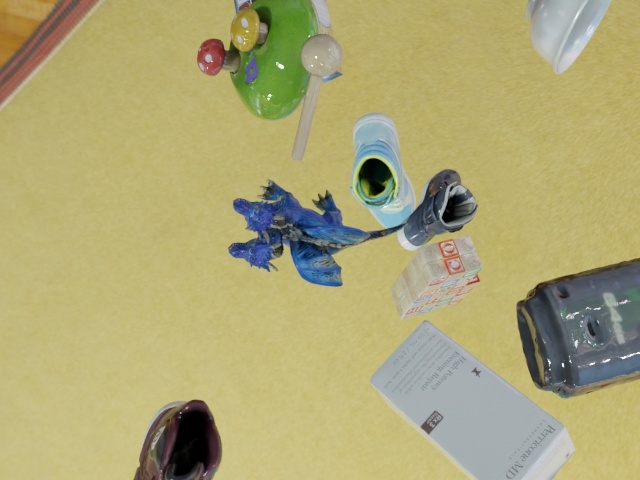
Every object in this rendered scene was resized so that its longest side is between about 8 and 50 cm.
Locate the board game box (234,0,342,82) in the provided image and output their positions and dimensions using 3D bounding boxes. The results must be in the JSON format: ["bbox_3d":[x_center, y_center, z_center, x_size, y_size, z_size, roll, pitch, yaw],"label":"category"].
[{"bbox_3d":[-0.057,-0.375,1.339,0.042,0.243,0.165,-20,74,29],"label":"board game box"}]

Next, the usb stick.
[{"bbox_3d":[0.264,0.036,0.524,0.278,0.045,0.077,-12,88,-11],"label":"usb stick"}]

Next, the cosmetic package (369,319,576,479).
[{"bbox_3d":[0.183,0.215,0.989,0.117,0.085,0.231,-46,50,-9],"label":"cosmetic package"}]

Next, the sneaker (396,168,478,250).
[{"bbox_3d":[0.258,-0.085,1.581,0.086,0.226,0.163,41,144,-9],"label":"sneaker"}]

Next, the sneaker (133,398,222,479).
[{"bbox_3d":[-0.169,0.295,0.839,0.106,0.281,0.162,14,155,-12],"label":"sneaker"}]

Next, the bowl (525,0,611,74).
[{"bbox_3d":[0.559,-0.539,1.817,0.134,0.298,0.298,33,115,18],"label":"bowl"}]

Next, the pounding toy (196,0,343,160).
[{"bbox_3d":[-0.084,-0.242,1.061,0.237,0.110,0.183,54,129,41],"label":"pounding toy"}]

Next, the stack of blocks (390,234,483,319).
[{"bbox_3d":[0.296,0.090,1.966,0.297,0.171,0.087,111,142,-65],"label":"stack of blocks"}]

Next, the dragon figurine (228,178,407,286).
[{"bbox_3d":[0.000,0.000,0.976,0.085,0.289,0.144,-62,34,18],"label":"dragon figurine"}]

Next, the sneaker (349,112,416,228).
[{"bbox_3d":[0.136,-0.099,1.779,0.127,0.208,0.319,-11,127,15],"label":"sneaker"}]
